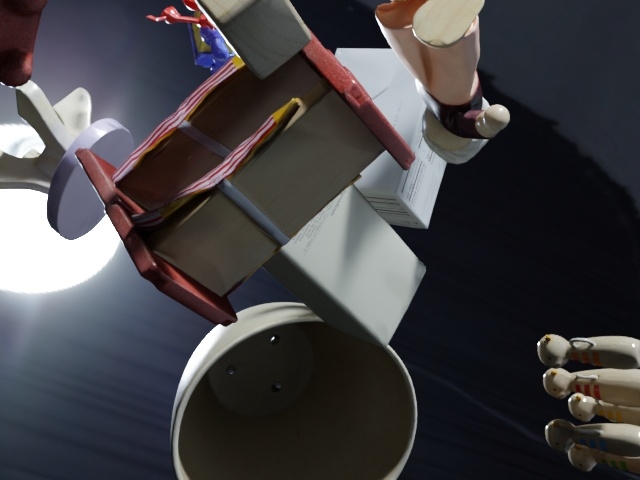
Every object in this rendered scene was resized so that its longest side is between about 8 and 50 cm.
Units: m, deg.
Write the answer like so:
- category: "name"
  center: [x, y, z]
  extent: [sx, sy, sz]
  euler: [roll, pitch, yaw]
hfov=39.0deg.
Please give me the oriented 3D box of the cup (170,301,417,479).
- category: "cup"
  center: [-0.059, 0.220, 1.278]
  extent: [0.331, 0.331, 0.237]
  euler: [-65, 22, 9]

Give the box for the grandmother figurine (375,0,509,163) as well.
- category: "grandmother figurine"
  center: [0.136, -0.188, 1.020]
  extent: [0.342, 0.104, 0.208]
  euler: [57, -170, -65]

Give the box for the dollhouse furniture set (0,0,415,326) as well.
- category: "dollhouse furniture set"
  center: [-0.113, -0.116, 0.582]
  extent: [0.201, 0.374, 0.152]
  euler: [-41, 51, 5]

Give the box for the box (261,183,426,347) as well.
- category: "box"
  center: [0.000, 0.000, 0.946]
  extent: [0.094, 0.275, 0.113]
  euler: [17, 70, 39]

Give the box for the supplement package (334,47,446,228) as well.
- category: "supplement package"
  center: [0.103, -0.175, 1.534]
  extent: [0.204, 0.145, 0.262]
  euler: [9, 71, 32]

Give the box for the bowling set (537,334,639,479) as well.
- category: "bowling set"
  center: [0.349, 0.248, 1.152]
  extent: [0.154, 0.287, 0.200]
  euler: [-2, 58, 34]

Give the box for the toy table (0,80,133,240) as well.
- category: "toy table"
  center: [-0.419, -0.134, 1.465]
  extent: [0.252, 0.161, 0.274]
  euler: [-45, -11, -43]

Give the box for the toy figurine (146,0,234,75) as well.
- category: "toy figurine"
  center: [-0.211, -0.392, 1.505]
  extent: [0.217, 0.191, 0.363]
  euler: [101, 157, -51]
